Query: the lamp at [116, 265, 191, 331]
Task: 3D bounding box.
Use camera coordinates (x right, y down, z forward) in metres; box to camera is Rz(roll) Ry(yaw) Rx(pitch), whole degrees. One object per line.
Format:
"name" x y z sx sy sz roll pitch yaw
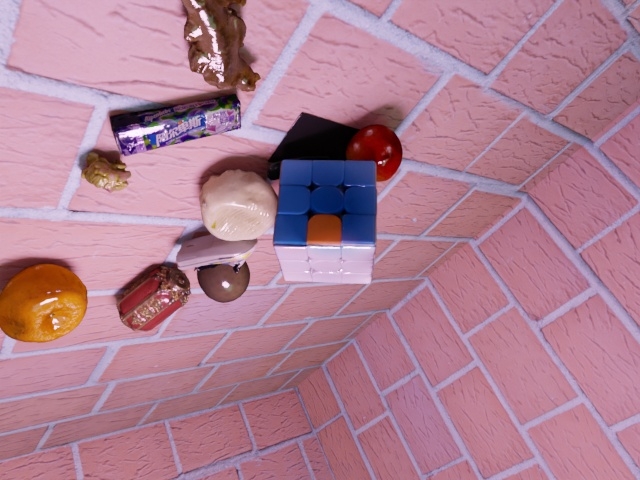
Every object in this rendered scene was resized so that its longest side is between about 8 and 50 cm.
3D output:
"lamp" -0.591 0.207 1.691 0.273 0.177 0.177 -34 152 17

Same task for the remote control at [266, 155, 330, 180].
"remote control" -0.066 -0.232 1.520 0.221 0.042 0.072 -13 151 -28

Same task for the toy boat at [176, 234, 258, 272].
"toy boat" -0.335 0.048 1.579 0.269 0.141 0.141 1 152 6

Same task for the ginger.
"ginger" -0.219 -0.438 1.012 0.166 0.080 0.333 -38 148 -14

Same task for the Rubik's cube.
"Rubik's cube" 0.022 -0.050 1.460 0.290 0.292 0.291 1 154 3

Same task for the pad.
"pad" -0.003 -0.300 1.516 0.299 0.005 0.202 1 141 -44

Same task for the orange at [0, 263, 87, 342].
"orange" -0.829 0.176 1.402 0.249 0.183 0.249 -34 148 -25

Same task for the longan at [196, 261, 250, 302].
"longan" -0.353 0.126 1.735 0.196 0.197 0.220 -24 150 -7

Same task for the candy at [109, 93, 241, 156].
"candy" -0.344 -0.286 1.169 0.312 0.061 0.088 -18 149 -19

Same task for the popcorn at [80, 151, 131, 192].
"popcorn" -0.531 -0.164 1.179 0.097 0.109 0.089 -101 -143 -84

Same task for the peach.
"peach" 0.175 -0.276 1.505 0.197 0.197 0.197 -21 152 -12

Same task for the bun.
"bun" -0.245 -0.118 1.450 0.259 0.160 0.259 -5 150 -3
